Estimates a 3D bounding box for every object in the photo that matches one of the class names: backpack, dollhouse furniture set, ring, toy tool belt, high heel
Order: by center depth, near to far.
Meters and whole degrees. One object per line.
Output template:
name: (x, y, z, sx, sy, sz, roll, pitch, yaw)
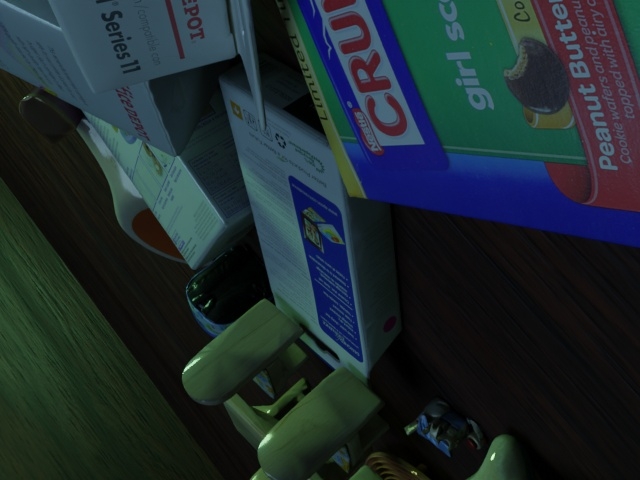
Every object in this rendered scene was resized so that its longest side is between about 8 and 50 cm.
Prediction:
toy tool belt: (0.135, 0.213, 0.915, 0.083, 0.051, 0.052, 30, 147, 46)
dollhouse furniture set: (-0.006, 0.346, 0.996, 0.394, 0.256, 0.362, 38, 157, 30)
ring: (0.181, 0.423, 1.142, 0.336, 0.032, 0.337, 43, 155, 26)
backpack: (-0.123, 0.080, 1.166, 0.105, 0.114, 0.084, 45, 155, 22)
high heel: (-0.264, -0.131, 1.249, 0.127, 0.181, 0.377, -19, 126, 30)

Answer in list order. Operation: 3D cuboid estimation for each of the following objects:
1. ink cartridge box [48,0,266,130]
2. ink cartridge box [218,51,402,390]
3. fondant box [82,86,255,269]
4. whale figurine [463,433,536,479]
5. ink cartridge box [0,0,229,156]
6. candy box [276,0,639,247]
ink cartridge box: (-0.142, -0.248, 0.559, 0.207, 0.119, 0.354, 88, 164, -66)
ink cartridge box: (0.000, 0.000, 0.876, 0.175, 0.069, 0.371, 37, 149, 36)
fondant box: (-0.196, -0.143, 1.031, 0.330, 0.096, 0.238, 54, 158, 1)
whale figurine: (0.234, 0.313, 0.778, 0.216, 0.141, 0.272, -64, 35, 28)
ink cartridge box: (-0.251, -0.227, 0.788, 0.306, 0.131, 0.226, 26, 168, 3)
candy box: (0.095, -0.146, 0.406, 0.317, 0.122, 0.268, 17, 135, 58)
